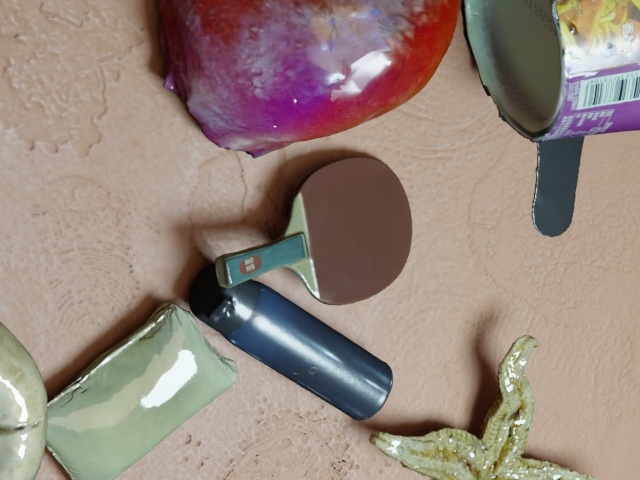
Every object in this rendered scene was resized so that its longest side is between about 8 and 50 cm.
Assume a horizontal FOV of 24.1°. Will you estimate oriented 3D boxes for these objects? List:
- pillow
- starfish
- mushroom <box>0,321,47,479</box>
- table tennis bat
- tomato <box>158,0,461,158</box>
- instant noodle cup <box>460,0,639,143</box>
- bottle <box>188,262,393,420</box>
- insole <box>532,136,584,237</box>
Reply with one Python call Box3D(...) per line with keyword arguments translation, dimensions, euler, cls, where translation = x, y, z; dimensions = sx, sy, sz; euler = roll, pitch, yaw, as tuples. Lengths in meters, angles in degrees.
Box3D(translation=(-0.188, 0.158, 1.528), dimensions=(0.208, 0.053, 0.119), euler=(-39, 112, -12), cls="pillow")
Box3D(translation=(0.196, 0.286, 1.724), dimensions=(0.327, 0.094, 0.375), euler=(1, 106, -17), cls="starfish")
Box3D(translation=(-0.344, 0.194, 1.375), dimensions=(0.189, 0.195, 0.254), euler=(35, 86, -32), cls="mushroom")
Box3D(translation=(0.000, 0.000, 1.573), dimensions=(0.274, 0.021, 0.154), euler=(-18, 102, -41), cls="table tennis bat")
Box3D(translation=(-0.002, -0.241, 1.481), dimensions=(0.334, 0.176, 0.290), euler=(-29, 108, -18), cls="tomato")
Box3D(translation=(0.311, -0.255, 1.577), dimensions=(0.265, 0.340, 0.340), euler=(-15, 106, -12), cls="instant noodle cup")
Box3D(translation=(-0.031, 0.105, 1.586), dimensions=(0.244, 0.082, 0.072), euler=(34, 107, -30), cls="bottle")
Box3D(translation=(0.277, -0.118, 1.742), dimensions=(0.080, 0.003, 0.232), euler=(-4, 102, -26), cls="insole")
